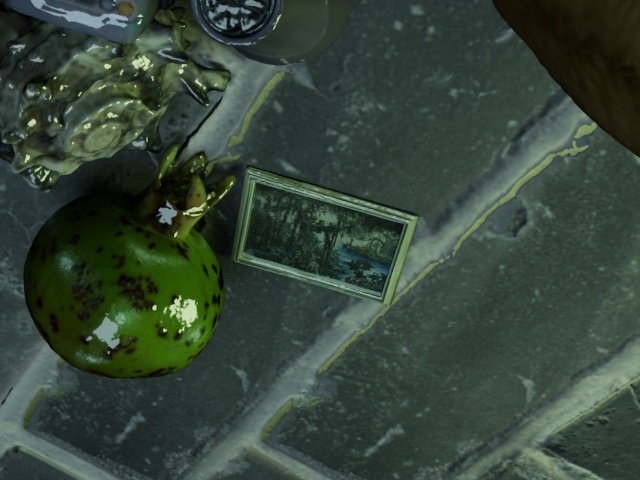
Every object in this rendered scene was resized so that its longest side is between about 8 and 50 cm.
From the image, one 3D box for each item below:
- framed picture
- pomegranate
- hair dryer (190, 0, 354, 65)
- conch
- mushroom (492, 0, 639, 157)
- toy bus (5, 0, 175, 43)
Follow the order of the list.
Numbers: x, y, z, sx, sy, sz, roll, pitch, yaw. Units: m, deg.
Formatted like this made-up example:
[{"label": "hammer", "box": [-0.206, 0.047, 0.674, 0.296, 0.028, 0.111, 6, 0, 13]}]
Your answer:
[{"label": "framed picture", "box": [0.000, 0.000, 1.329, 0.183, 0.011, 0.142, 17, 136, 2]}, {"label": "pomegranate", "box": [-0.188, 0.026, 1.297, 0.211, 0.211, 0.263, 27, 111, -9]}, {"label": "hair dryer", "box": [0.063, -0.250, 0.934, 0.361, 0.301, 0.121, -31, 98, 11]}, {"label": "conch", "box": [-0.240, -0.130, 1.122, 0.312, 0.240, 0.186, -5, 97, 7]}, {"label": "mushroom", "box": [0.297, -0.117, 0.928, 0.397, 0.314, 0.224, 12, 133, 15]}, {"label": "toy bus", "box": [-0.114, -0.270, 0.882, 0.112, 0.317, 0.138, 17, 132, -1]}]
